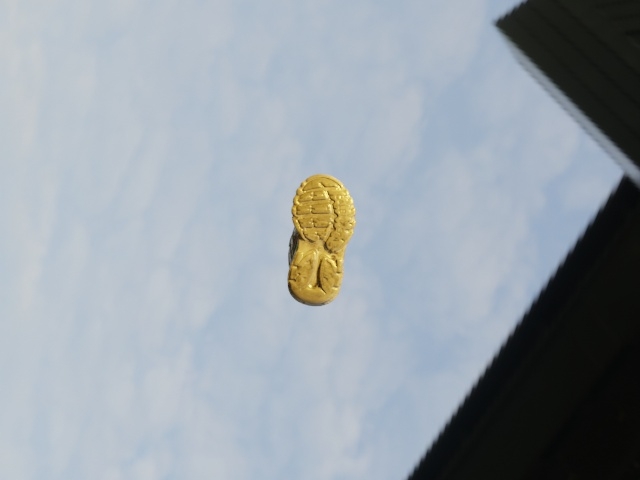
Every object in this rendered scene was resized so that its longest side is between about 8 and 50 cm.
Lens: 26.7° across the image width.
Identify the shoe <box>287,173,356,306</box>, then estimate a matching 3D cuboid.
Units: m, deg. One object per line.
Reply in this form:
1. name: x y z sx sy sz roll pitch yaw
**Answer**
1. shoe: 0.000 0.000 1.859 0.092 0.089 0.180 164 -68 -88
